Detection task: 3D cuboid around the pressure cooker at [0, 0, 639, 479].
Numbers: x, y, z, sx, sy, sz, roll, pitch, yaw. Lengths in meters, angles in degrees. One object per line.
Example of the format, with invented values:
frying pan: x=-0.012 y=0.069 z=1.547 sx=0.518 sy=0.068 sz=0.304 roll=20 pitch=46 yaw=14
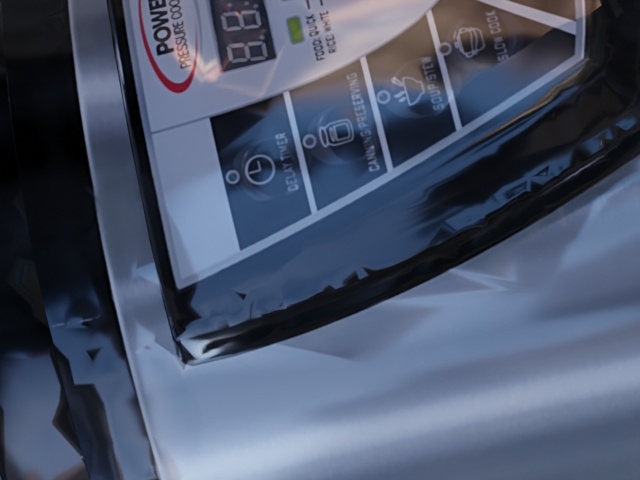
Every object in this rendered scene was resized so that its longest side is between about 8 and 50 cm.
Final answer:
pressure cooker: x=0.001 y=0.005 z=0.656 sx=0.420 sy=0.370 sz=0.376 roll=-12 pitch=106 yaw=3
